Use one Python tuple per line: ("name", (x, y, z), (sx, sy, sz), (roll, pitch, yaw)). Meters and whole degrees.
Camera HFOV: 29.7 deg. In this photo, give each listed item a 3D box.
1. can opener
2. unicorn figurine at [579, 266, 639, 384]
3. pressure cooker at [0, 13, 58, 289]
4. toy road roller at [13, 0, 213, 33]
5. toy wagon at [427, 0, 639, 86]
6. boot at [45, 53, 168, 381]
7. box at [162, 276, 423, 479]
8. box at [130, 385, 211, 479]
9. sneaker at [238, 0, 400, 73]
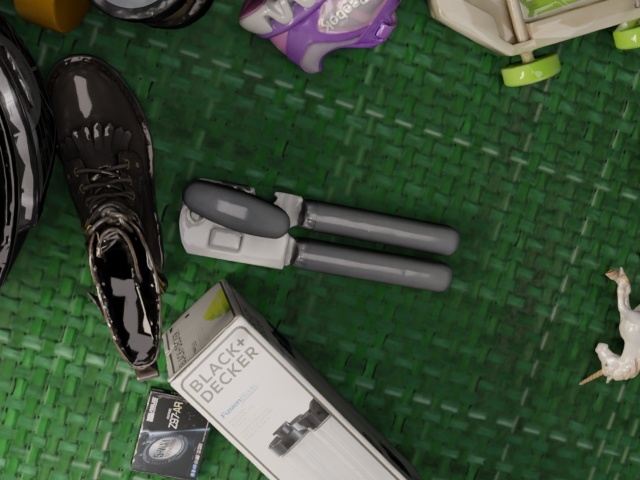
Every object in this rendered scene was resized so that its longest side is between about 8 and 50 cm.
("can opener", (0.000, 0.000, 1.151), (0.280, 0.093, 0.074), (10, 97, -16))
("unicorn figurine", (0.329, 0.075, 1.229), (0.162, 0.060, 0.111), (-23, 102, -4))
("pressure cooker", (-0.400, -0.039, 0.904), (0.370, 0.420, 0.375), (17, 96, -11))
("toy road roller", (-0.185, -0.336, 1.005), (0.241, 0.202, 0.329), (17, 98, -1))
("toy wagon", (0.258, -0.309, 1.146), (0.344, 0.068, 0.267), (-18, 103, -7))
("boot", (-0.176, -0.030, 1.040), (0.091, 0.229, 0.263), (-16, 102, -6))
("box", (-0.016, 0.177, 1.135), (0.087, 0.169, 0.290), (-44, 103, 0))
("box", (-0.146, 0.191, 1.192), (0.067, 0.018, 0.083), (14, 98, -12))
("sneaker", (0.045, -0.233, 1.097), (0.236, 0.095, 0.104), (-30, 115, 21))
